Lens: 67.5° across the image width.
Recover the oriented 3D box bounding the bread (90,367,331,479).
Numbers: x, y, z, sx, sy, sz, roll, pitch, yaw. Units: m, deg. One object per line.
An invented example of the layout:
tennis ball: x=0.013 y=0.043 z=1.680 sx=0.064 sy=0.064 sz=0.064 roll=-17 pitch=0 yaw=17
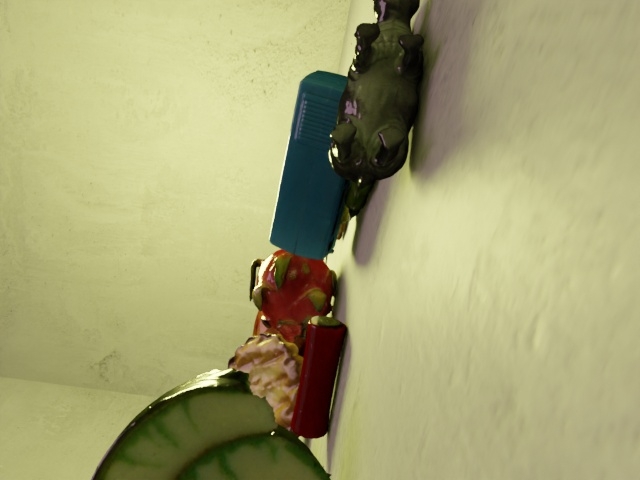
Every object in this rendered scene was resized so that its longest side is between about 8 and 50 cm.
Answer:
bread: x=-0.148 y=0.387 z=0.712 sx=0.129 sy=0.367 sz=0.381 roll=145 pitch=132 yaw=-76

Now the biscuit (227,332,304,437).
biscuit: x=-0.143 y=0.428 z=1.374 sx=0.107 sy=0.326 sz=0.325 roll=12 pitch=-94 yaw=-52

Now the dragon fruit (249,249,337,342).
dragon fruit: x=-0.067 y=0.130 z=1.200 sx=0.224 sy=0.224 sz=0.227 roll=104 pitch=170 yaw=-50

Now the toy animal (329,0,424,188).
toy animal: x=0.091 y=-0.236 z=0.668 sx=0.168 sy=0.106 sz=0.343 roll=92 pitch=-170 yaw=-63

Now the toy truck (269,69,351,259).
toy truck: x=-0.003 y=-0.145 z=0.999 sx=0.162 sy=0.161 sz=0.384 roll=-55 pitch=-18 yaw=-61

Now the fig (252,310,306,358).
fig: x=-0.117 y=0.297 z=1.553 sx=0.224 sy=0.224 sz=0.262 roll=133 pitch=145 yaw=-82

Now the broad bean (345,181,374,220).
broad bean: x=0.080 y=-0.111 z=0.900 sx=0.060 sy=0.043 sz=0.297 roll=-61 pitch=-4 yaw=-27

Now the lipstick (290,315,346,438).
lipstick: x=-0.005 y=0.275 z=0.966 sx=0.080 sy=0.080 sz=0.241 roll=-108 pitch=27 yaw=-80

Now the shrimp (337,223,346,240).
shrimp: x=0.025 y=-0.032 z=1.312 sx=0.262 sy=0.066 sz=0.117 roll=103 pitch=174 yaw=-60
